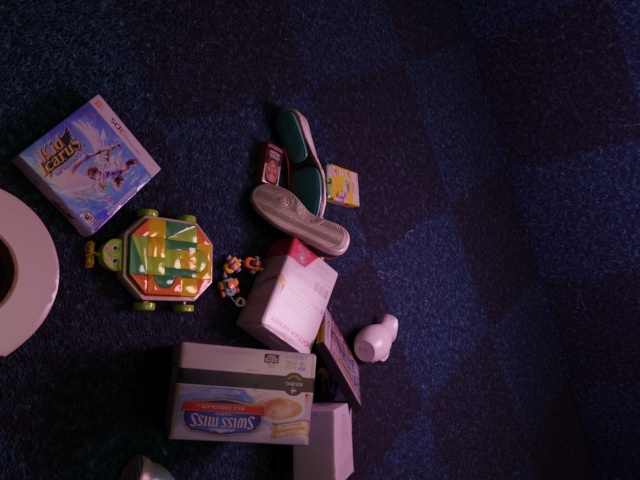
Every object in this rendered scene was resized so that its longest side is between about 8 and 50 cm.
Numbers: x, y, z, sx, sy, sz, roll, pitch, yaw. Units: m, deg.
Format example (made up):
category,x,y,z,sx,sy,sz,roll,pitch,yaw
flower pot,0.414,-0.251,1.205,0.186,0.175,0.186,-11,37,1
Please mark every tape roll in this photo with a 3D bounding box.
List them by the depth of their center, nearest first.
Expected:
category,x,y,z,sx,sy,sz,roll,pitch,yaw
tape roll,-0.747,0.067,1.198,0.392,0.072,0.392,12,74,-45

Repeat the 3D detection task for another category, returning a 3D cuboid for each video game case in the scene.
category,x,y,z,sx,sy,sz,roll,pitch,yaw
video game case,-0.568,-0.188,1.439,0.244,0.061,0.269,53,50,-24
video game case,0.062,0.384,1.910,0.275,0.035,0.248,62,11,-17

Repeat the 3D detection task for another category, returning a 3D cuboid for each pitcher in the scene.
category,x,y,z,sx,sy,sz,roll,pitch,yaw
pitcher,0.205,0.383,2.110,0.207,0.125,0.177,-26,117,-57

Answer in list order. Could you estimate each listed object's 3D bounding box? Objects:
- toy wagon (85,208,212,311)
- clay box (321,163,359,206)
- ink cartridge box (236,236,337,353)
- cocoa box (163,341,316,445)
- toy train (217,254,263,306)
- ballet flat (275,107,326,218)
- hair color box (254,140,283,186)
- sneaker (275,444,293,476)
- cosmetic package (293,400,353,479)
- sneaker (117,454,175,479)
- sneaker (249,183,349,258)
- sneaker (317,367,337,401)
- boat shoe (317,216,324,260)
category,x,y,z,sx,sy,sz,roll,pitch,yaw
toy wagon,-0.438,0.052,1.524,0.344,0.068,0.267,9,76,-45
clay box,0.064,-0.193,2.075,0.222,0.053,0.127,8,77,-57
ink cartridge box,-0.098,0.179,1.811,0.226,0.131,0.306,43,55,-33
cocoa box,-0.212,0.393,1.492,0.347,0.231,0.228,9,76,-16
toy train,-0.234,0.106,1.724,0.125,0.046,0.166,29,63,-22
ballet flat,-0.047,-0.250,1.959,0.139,0.139,0.400,-17,94,-46
hair color box,-0.167,-0.241,1.879,0.072,0.043,0.141,23,67,-43
sneaker,-0.095,0.616,1.791,0.082,0.069,0.209,47,41,-63
cosmetic package,0.010,0.619,1.780,0.224,0.138,0.224,28,58,-72
sneaker,-0.443,0.705,1.352,0.150,0.135,0.366,40,57,-30
sneaker,-0.081,-0.044,1.864,0.350,0.148,0.131,34,65,-1
sneaker,0.032,0.497,1.944,0.059,0.053,0.144,2,82,-48
boat shoe,0.000,0.000,1.997,0.072,0.068,0.190,22,67,-55
